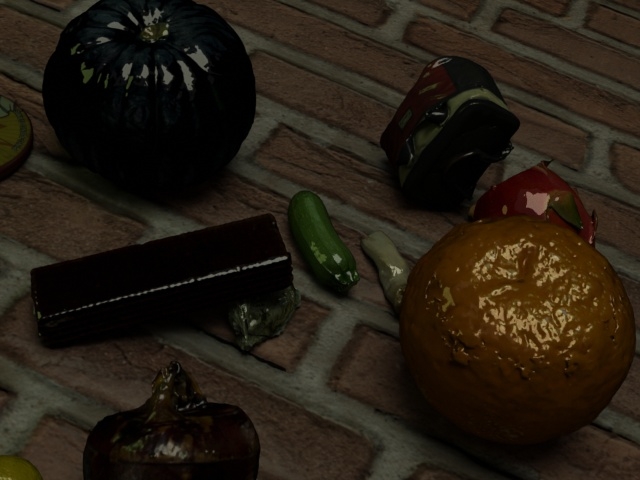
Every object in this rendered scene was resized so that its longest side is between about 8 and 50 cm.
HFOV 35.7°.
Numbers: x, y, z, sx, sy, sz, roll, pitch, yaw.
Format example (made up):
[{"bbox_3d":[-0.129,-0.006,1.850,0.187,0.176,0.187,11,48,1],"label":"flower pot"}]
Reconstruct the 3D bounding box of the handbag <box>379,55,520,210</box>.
[{"bbox_3d":[0.227,-0.191,1.801,0.181,0.254,0.181,13,37,-31],"label":"handbag"}]

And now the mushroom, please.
[{"bbox_3d":[0.122,0.048,1.674,0.059,0.054,0.202,-5,43,-20],"label":"mushroom"}]

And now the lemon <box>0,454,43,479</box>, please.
[{"bbox_3d":[-0.385,0.318,1.193,0.109,0.109,0.133,4,51,-14],"label":"lemon"}]

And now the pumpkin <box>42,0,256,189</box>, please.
[{"bbox_3d":[-0.291,-0.258,1.704,0.363,0.266,0.363,7,48,-7],"label":"pumpkin"}]

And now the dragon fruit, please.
[{"bbox_3d":[0.365,-0.009,1.690,0.224,0.224,0.227,-17,84,-31],"label":"dragon fruit"}]

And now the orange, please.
[{"bbox_3d":[0.283,0.136,1.457,0.340,0.293,0.341,-1,52,1],"label":"orange"}]

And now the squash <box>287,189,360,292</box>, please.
[{"bbox_3d":[0.000,0.000,1.669,0.077,0.068,0.219,-7,48,-30],"label":"squash"}]

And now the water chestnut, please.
[{"bbox_3d":[-0.183,0.266,1.226,0.223,0.223,0.238,-3,89,-21],"label":"water chestnut"}]

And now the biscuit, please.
[{"bbox_3d":[-0.230,0.054,1.476,0.388,0.073,0.107,-13,49,-11],"label":"biscuit"}]

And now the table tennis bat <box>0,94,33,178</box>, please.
[{"bbox_3d":[-0.681,-0.164,1.645,0.414,0.051,0.268,-16,52,-34],"label":"table tennis bat"}]

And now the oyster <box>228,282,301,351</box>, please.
[{"bbox_3d":[-0.095,0.092,1.557,0.125,0.064,0.177,45,38,9],"label":"oyster"}]
